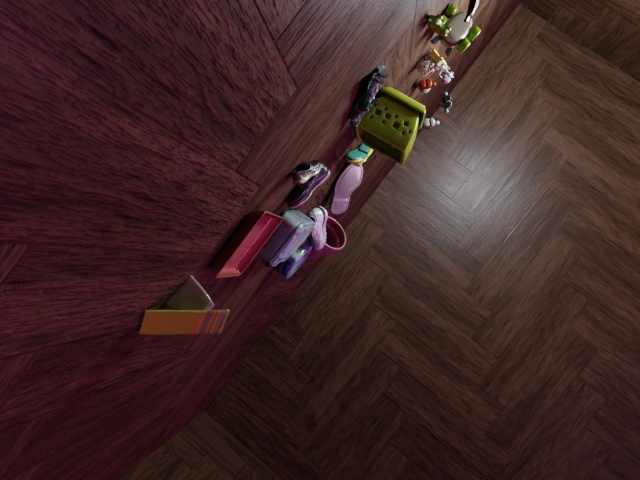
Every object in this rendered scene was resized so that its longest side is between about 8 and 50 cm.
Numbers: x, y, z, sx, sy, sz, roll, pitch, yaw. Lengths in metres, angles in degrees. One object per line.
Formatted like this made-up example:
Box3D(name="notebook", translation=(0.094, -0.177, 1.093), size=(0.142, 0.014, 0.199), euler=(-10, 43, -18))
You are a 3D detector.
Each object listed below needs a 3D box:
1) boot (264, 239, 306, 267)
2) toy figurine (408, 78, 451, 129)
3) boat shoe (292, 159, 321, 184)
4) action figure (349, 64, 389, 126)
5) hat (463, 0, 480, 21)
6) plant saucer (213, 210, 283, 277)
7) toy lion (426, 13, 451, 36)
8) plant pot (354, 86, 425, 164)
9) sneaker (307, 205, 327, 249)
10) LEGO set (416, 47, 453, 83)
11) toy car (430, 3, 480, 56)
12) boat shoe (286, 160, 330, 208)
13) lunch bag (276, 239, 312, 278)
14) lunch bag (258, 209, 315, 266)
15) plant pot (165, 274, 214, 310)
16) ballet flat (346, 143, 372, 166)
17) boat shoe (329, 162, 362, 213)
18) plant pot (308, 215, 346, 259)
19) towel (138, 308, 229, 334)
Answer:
Box3D(name="boot", translation=(-0.153, 0.025, 2.235), size=(0.190, 0.076, 0.208), euler=(-57, 165, 17))
Box3D(name="toy figurine", translation=(0.516, -0.659, 2.464), size=(0.213, 0.209, 0.148), euler=(-53, 178, 10))
Box3D(name="boat shoe", translation=(-0.044, -0.236, 1.680), size=(0.152, 0.056, 0.049), euler=(-51, 141, -47))
Box3D(name="action figure", translation=(0.157, -0.478, 1.752), size=(0.137, 0.063, 0.232), euler=(-50, 176, -38))
Box3D(name="hat", translation=(0.439, -0.831, 1.497), size=(0.331, 0.134, 0.331), euler=(19, 90, -81))
Box3D(name="plant saucer", translation=(-0.241, 0.005, 1.662), size=(0.258, 0.047, 0.259), euler=(-52, 172, 3))
Box3D(name="toy lion", translation=(0.418, -0.779, 1.833), size=(0.100, 0.096, 0.034), euler=(30, 100, -42))
Box3D(name="plant pot", translation=(0.285, -0.458, 1.999), size=(0.207, 0.228, 0.227), euler=(-58, 172, -2))
Box3D(name="sneaker", translation=(-0.030, -0.049, 2.382), size=(0.095, 0.090, 0.235), euler=(-30, 134, -38))
Box3D(name="LEGO set", translation=(0.488, -0.762, 2.229), size=(0.107, 0.132, 0.287), euler=(-37, -159, 18))
Box3D(name="toy car", translation=(0.512, -0.810, 2.026), size=(0.149, 0.155, 0.188), euler=(-50, -176, -16))
Box3D(name="boat shoe", translation=(-0.055, -0.203, 1.832), size=(0.206, 0.075, 0.065), euler=(-45, 128, -10))
Box3D(name="lunch bag", translation=(-0.131, 0.084, 2.504), size=(0.176, 0.090, 0.219), euler=(-48, 171, -34))
Box3D(name="lunch bag", translation=(-0.134, -0.007, 1.997), size=(0.224, 0.108, 0.279), euler=(-53, 172, 10))
Box3D(name="plant pot", translation=(-0.377, 0.185, 1.499), size=(0.109, 0.096, 0.109), euler=(-49, 172, -17))
Box3D(name="ballet flat", translation=(0.176, -0.371, 2.248), size=(0.231, 0.077, 0.077), euler=(-47, 155, -49))
Box3D(name="boat shoe", translation=(0.110, -0.268, 2.411), size=(0.319, 0.116, 0.099), euler=(111, -25, -45))
Box3D(name="plant pot", translation=(0.000, 0.000, 2.593), size=(0.180, 0.201, 0.201), euler=(-38, -177, 39))
Box3D(name="towel", translation=(-0.381, 0.225, 1.423), size=(0.237, 0.021, 0.102), euler=(5, 131, -30))
